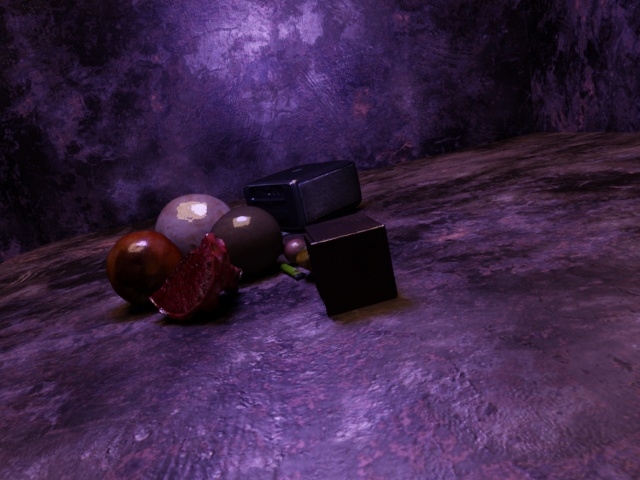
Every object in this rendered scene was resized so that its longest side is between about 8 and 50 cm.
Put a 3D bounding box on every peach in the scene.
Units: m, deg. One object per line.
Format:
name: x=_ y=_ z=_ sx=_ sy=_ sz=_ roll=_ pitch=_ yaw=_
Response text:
peach: x=-0.077 y=0.034 z=1.334 sx=0.083 sy=0.083 sz=0.083 roll=-12 pitch=14 yaw=3

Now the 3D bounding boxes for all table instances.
table: x=0.057 y=0.046 z=0.990 sx=0.172 sy=0.169 sz=0.193 roll=-14 pitch=15 yaw=-6

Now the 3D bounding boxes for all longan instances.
longan: x=-0.239 y=-0.003 z=1.334 sx=0.248 sy=0.249 sz=0.248 roll=-12 pitch=14 yaw=3

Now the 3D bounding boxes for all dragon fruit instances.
dragon fruit: x=-0.287 y=0.110 z=1.121 sx=0.262 sy=0.134 sz=0.211 roll=-45 pitch=-15 yaw=24

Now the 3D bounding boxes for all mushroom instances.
mushroom: x=-0.443 y=-0.011 z=1.550 sx=0.297 sy=0.298 sz=0.290 roll=-15 pitch=-26 yaw=-8

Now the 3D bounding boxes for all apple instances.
apple: x=-0.522 y=0.087 z=1.258 sx=0.229 sy=0.230 sz=0.230 roll=-12 pitch=14 yaw=3

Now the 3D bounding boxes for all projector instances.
projector: x=-0.081 y=-0.204 z=1.936 sx=0.405 sy=0.242 sz=0.395 roll=-27 pitch=22 yaw=-39

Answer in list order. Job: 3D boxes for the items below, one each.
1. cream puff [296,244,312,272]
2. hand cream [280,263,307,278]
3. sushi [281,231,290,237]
cream puff: x=0.011 y=0.044 z=1.183 sx=0.146 sy=0.116 sz=0.146 roll=-41 pitch=12 yaw=11
hand cream: x=-0.082 y=0.091 z=1.238 sx=0.036 sy=0.023 sz=0.122 roll=-16 pitch=18 yaw=-27
sushi: x=-0.232 y=0.028 z=1.565 sx=0.219 sy=0.047 sz=0.231 roll=-23 pitch=13 yaw=-19
